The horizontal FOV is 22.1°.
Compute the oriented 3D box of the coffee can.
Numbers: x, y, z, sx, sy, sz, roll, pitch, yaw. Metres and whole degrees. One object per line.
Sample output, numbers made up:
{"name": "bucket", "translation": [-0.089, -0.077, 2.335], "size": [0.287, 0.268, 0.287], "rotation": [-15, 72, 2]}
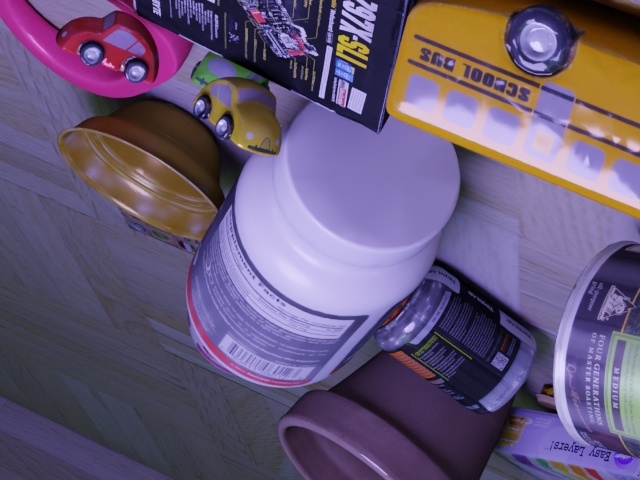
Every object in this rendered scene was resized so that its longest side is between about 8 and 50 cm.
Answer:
{"name": "coffee can", "translation": [0.378, 0.120, 1.472], "size": [0.275, 0.201, 0.201], "rotation": [12, 154, 39]}

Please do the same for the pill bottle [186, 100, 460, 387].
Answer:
{"name": "pill bottle", "translation": [0.000, 0.000, 1.655], "size": [0.210, 0.210, 0.363], "rotation": [30, 152, -3]}

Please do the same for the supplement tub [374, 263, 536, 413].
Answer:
{"name": "supplement tub", "translation": [0.142, 0.104, 1.872], "size": [0.190, 0.117, 0.117], "rotation": [36, 159, -18]}

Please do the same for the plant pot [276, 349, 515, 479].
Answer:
{"name": "plant pot", "translation": [0.114, 0.227, 2.010], "size": [0.263, 0.229, 0.263], "rotation": [33, 157, 17]}

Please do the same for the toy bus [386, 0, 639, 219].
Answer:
{"name": "toy bus", "translation": [0.223, -0.098, 1.197], "size": [0.333, 0.108, 0.130], "rotation": [24, 119, 19]}

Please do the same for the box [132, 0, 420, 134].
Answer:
{"name": "box", "translation": [-0.035, -0.235, 1.355], "size": [0.257, 0.079, 0.322], "rotation": [25, 160, 7]}

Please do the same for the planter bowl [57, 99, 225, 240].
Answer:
{"name": "planter bowl", "translation": [-0.182, -0.096, 1.863], "size": [0.217, 0.090, 0.217], "rotation": [26, 160, 10]}

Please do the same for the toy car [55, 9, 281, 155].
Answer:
{"name": "toy car", "translation": [-0.105, -0.161, 1.553], "size": [0.239, 0.053, 0.225], "rotation": [30, -163, 14]}

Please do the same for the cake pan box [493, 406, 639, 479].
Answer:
{"name": "cake pan box", "translation": [0.380, 0.296, 2.055], "size": [0.246, 0.070, 0.267], "rotation": [8, 159, 48]}

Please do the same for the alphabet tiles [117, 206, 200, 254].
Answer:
{"name": "alphabet tiles", "translation": [-0.195, -0.038, 2.141], "size": [0.198, 0.009, 0.237], "rotation": [22, 159, 19]}

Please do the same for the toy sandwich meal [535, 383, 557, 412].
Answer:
{"name": "toy sandwich meal", "translation": [0.304, 0.197, 2.013], "size": [0.086, 0.029, 0.085], "rotation": [24, 170, 4]}

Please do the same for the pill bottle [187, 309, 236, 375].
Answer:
{"name": "pill bottle", "translation": [-0.066, 0.062, 1.987], "size": [0.160, 0.160, 0.283], "rotation": [30, 160, -2]}

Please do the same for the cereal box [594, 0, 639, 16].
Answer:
{"name": "cereal box", "translation": [0.195, -0.238, 1.078], "size": [0.173, 0.047, 0.240], "rotation": [22, 159, 17]}

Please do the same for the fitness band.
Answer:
{"name": "fitness band", "translation": [-0.245, -0.231, 1.688], "size": [0.209, 0.054, 0.291], "rotation": [34, 161, -21]}
